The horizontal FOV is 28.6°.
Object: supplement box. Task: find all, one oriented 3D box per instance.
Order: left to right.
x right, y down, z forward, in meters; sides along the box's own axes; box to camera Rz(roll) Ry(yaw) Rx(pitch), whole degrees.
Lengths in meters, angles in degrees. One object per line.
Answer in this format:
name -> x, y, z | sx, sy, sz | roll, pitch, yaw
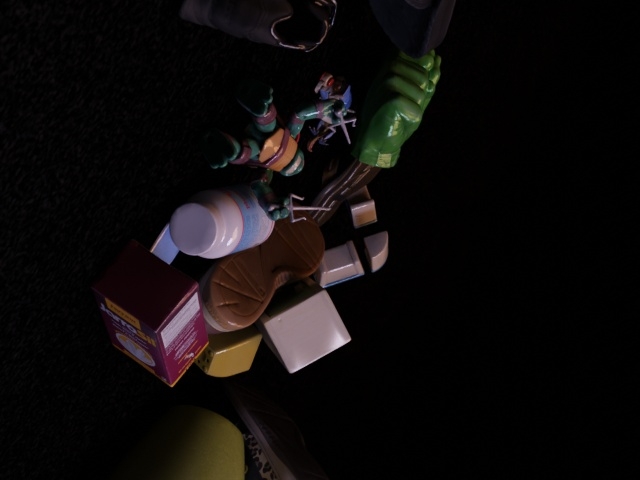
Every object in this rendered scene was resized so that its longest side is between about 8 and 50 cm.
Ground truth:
supplement box -> -0.206, 0.092, 1.536 | 0.081, 0.104, 0.188 | -51, 164, -21

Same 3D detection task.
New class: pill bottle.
pill bottle -> -0.126, -0.024, 1.589 | 0.087, 0.087, 0.160 | -62, 165, 17

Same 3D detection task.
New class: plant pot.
plant pot -> -0.226, 0.406, 1.893 | 0.275, 0.274, 0.294 | 102, 7, -54
plant pot -> -0.153, 0.160, 1.909 | 0.083, 0.081, 0.081 | -24, 146, -45

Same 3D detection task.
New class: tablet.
tablet -> -0.192, 0.003, 1.591 | 0.054, 0.006, 0.083 | -57, 165, 0

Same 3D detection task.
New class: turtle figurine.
turtle figurine -> -0.054, -0.114, 1.580 | 0.234, 0.118, 0.175 | 27, 81, -60

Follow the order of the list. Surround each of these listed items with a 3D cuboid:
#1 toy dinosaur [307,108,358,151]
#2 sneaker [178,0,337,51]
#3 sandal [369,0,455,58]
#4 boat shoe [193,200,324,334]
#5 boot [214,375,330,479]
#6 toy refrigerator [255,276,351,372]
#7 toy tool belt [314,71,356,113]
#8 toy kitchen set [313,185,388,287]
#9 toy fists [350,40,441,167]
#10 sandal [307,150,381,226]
toy dinosaur -> 0.013, -0.184, 1.845 | 0.090, 0.047, 0.082 | -21, -148, 53
sneaker -> -0.033, -0.253, 1.330 | 0.286, 0.130, 0.109 | -36, 152, -58
sandal -> 0.099, -0.347, 1.523 | 0.107, 0.167, 0.446 | -35, 159, -14
boat shoe -> -0.107, 0.046, 1.800 | 0.123, 0.123, 0.342 | -30, -169, 32
boot -> -0.140, 0.423, 2.068 | 0.284, 0.377, 0.138 | -51, 136, 10
toy refrigerator -> -0.044, 0.111, 1.879 | 0.102, 0.094, 0.269 | -29, -171, -6
toy tool belt -> 0.027, -0.207, 1.772 | 0.052, 0.051, 0.083 | -55, 165, -10
toy kitchen set -> 0.000, 0.000, 2.106 | 0.207, 0.166, 0.122 | -18, 158, -4
toy fists -> 0.118, -0.218, 1.861 | 0.279, 0.096, 0.142 | -67, 175, -62
sandal -> 0.028, -0.098, 2.009 | 0.219, 0.060, 0.090 | -46, 162, 13
